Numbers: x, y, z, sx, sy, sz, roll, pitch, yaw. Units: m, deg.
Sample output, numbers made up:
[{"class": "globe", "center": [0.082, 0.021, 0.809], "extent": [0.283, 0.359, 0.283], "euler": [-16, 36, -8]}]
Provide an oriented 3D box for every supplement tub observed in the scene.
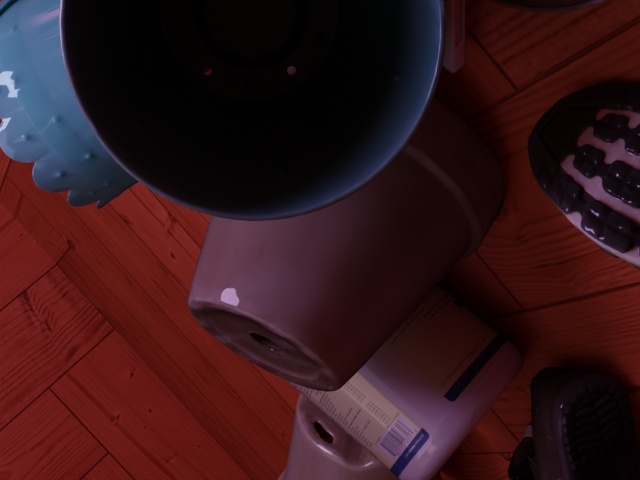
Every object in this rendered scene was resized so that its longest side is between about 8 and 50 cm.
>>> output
[{"class": "supplement tub", "center": [0.081, 0.144, 1.261], "extent": [0.325, 0.235, 0.235], "euler": [40, 154, 14]}]

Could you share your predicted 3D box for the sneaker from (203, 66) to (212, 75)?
[{"class": "sneaker", "center": [-0.096, -0.274, 0.984], "extent": [0.125, 0.180, 0.321], "euler": [40, 154, 14]}]

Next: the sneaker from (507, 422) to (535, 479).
[{"class": "sneaker", "center": [0.360, 0.372, 1.320], "extent": [0.234, 0.106, 0.078], "euler": [40, 155, 12]}]

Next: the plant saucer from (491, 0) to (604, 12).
[{"class": "plant saucer", "center": [0.146, -0.321, 0.708], "extent": [0.311, 0.050, 0.310], "euler": [36, 152, 22]}]

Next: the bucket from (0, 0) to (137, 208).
[{"class": "bucket", "center": [-0.264, -0.195, 1.118], "extent": [0.281, 0.183, 0.281], "euler": [56, -164, -25]}]

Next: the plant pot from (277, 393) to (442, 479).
[{"class": "plant pot", "center": [0.074, 0.375, 1.567], "extent": [0.334, 0.334, 0.305], "euler": [30, 138, 30]}]

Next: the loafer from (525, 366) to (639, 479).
[{"class": "loafer", "center": [0.346, 0.315, 1.217], "extent": [0.130, 0.134, 0.365], "euler": [-133, 33, -66]}]

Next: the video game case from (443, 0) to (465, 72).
[{"class": "video game case", "center": [0.062, -0.260, 0.872], "extent": [0.190, 0.022, 0.173], "euler": [45, 172, 21]}]

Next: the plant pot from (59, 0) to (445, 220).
[{"class": "plant pot", "center": [-0.059, -0.189, 0.817], "extent": [0.293, 0.293, 0.235], "euler": [55, -174, -18]}]

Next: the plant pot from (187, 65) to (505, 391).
[{"class": "plant pot", "center": [0.000, 0.000, 1.039], "extent": [0.323, 0.280, 0.323], "euler": [26, 159, 11]}]

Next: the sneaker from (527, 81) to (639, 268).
[{"class": "sneaker", "center": [0.352, 0.018, 0.804], "extent": [0.410, 0.158, 0.182], "euler": [39, 171, 26]}]
